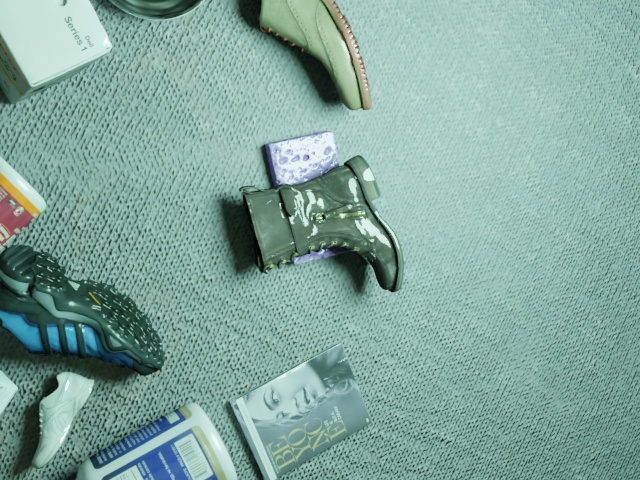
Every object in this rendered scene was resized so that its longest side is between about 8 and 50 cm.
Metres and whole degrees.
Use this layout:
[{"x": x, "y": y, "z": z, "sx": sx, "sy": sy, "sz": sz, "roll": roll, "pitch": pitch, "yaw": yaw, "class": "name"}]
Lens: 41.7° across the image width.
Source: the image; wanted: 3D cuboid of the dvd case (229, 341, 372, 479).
[{"x": -0.030, "y": 0.297, "z": 1.455, "sx": 0.221, "sy": 0.018, "sz": 0.164, "roll": -26, "pitch": 105, "yaw": -19, "class": "dvd case"}]

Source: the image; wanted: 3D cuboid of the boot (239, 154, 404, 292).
[{"x": 0.000, "y": 0.000, "z": 1.381, "sx": 0.229, "sy": 0.091, "sz": 0.262, "roll": -24, "pitch": 100, "yaw": -13, "class": "boot"}]

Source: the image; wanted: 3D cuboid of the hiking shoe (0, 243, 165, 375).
[{"x": -0.374, "y": 0.125, "z": 1.260, "sx": 0.132, "sy": 0.113, "sz": 0.304, "roll": -42, "pitch": 119, "yaw": 17, "class": "hiking shoe"}]

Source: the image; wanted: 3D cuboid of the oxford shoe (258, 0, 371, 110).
[{"x": -0.028, "y": -0.353, "z": 1.358, "sx": 0.130, "sy": 0.123, "sz": 0.348, "roll": -28, "pitch": 101, "yaw": 3, "class": "oxford shoe"}]

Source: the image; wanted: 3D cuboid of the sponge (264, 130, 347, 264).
[{"x": -0.015, "y": -0.073, "z": 1.420, "sx": 0.117, "sy": 0.031, "sz": 0.210, "roll": -15, "pitch": 102, "yaw": -21, "class": "sponge"}]

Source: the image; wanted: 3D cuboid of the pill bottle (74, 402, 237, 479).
[{"x": -0.275, "y": 0.373, "z": 1.282, "sx": 0.265, "sy": 0.153, "sz": 0.153, "roll": -26, "pitch": 105, "yaw": -19, "class": "pill bottle"}]

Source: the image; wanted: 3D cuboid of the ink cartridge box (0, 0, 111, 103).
[{"x": -0.394, "y": -0.300, "z": 1.098, "sx": 0.117, "sy": 0.278, "sz": 0.201, "roll": -32, "pitch": 107, "yaw": -19, "class": "ink cartridge box"}]

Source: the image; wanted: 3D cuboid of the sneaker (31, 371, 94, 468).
[{"x": -0.404, "y": 0.270, "z": 1.275, "sx": 0.061, "sy": 0.054, "sz": 0.152, "roll": 29, "pitch": 77, "yaw": -14, "class": "sneaker"}]

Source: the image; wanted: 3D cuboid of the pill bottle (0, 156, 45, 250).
[{"x": -0.502, "y": -0.015, "z": 1.163, "sx": 0.221, "sy": 0.121, "sz": 0.121, "roll": -47, "pitch": 110, "yaw": -13, "class": "pill bottle"}]

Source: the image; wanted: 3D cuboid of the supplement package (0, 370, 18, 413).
[{"x": -0.549, "y": 0.179, "z": 1.089, "sx": 0.149, "sy": 0.194, "sz": 0.203, "roll": -57, "pitch": 136, "yaw": -10, "class": "supplement package"}]

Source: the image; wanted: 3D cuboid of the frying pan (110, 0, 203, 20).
[{"x": -0.222, "y": -0.487, "z": 1.269, "sx": 0.197, "sy": 0.053, "sz": 0.326, "roll": 28, "pitch": 86, "yaw": -17, "class": "frying pan"}]
